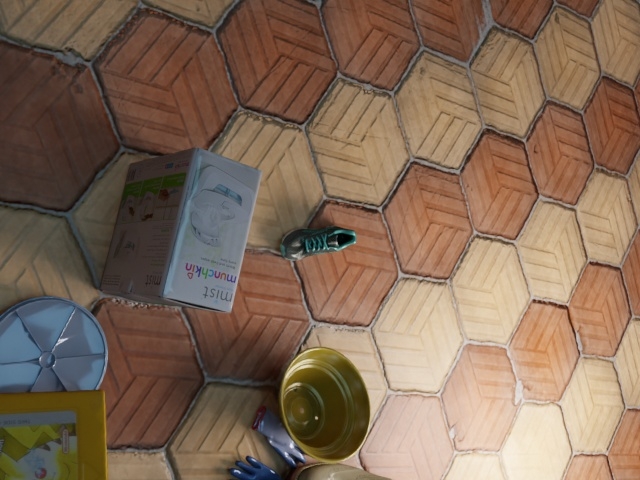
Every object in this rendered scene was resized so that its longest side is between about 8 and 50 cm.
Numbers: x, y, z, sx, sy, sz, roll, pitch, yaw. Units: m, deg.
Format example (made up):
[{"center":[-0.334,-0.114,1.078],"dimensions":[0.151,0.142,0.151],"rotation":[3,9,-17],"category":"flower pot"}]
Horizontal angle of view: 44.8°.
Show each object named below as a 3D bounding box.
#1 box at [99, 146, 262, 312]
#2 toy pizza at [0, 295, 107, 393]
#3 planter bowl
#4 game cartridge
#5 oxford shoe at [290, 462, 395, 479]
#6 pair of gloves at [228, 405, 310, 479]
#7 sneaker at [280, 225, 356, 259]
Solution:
[{"center":[-0.233,-0.011,1.243],"dimensions":[0.127,0.262,0.231],"rotation":[17,79,-34],"category":"box"},{"center":[-0.439,0.188,1.234],"dimensions":[0.201,0.032,0.201],"rotation":[1,89,-36],"category":"toy pizza"},{"center":[-0.014,0.318,1.482],"dimensions":[0.217,0.090,0.217],"rotation":[18,61,-35],"category":"planter bowl"},{"center":[-0.462,0.346,1.078],"dimensions":[0.324,0.052,0.285],"rotation":[3,53,-22],"category":"game cartridge"},{"center":[0.095,0.503,1.531],"dimensions":[0.348,0.130,0.123],"rotation":[22,60,-36],"category":"oxford shoe"},{"center":[-0.091,0.421,1.483],"dimensions":[0.159,0.023,0.198],"rotation":[37,68,-27],"category":"pair of gloves"},{"center":[0.000,0.000,1.519],"dimensions":[0.166,0.076,0.065],"rotation":[-15,97,-34],"category":"sneaker"}]
